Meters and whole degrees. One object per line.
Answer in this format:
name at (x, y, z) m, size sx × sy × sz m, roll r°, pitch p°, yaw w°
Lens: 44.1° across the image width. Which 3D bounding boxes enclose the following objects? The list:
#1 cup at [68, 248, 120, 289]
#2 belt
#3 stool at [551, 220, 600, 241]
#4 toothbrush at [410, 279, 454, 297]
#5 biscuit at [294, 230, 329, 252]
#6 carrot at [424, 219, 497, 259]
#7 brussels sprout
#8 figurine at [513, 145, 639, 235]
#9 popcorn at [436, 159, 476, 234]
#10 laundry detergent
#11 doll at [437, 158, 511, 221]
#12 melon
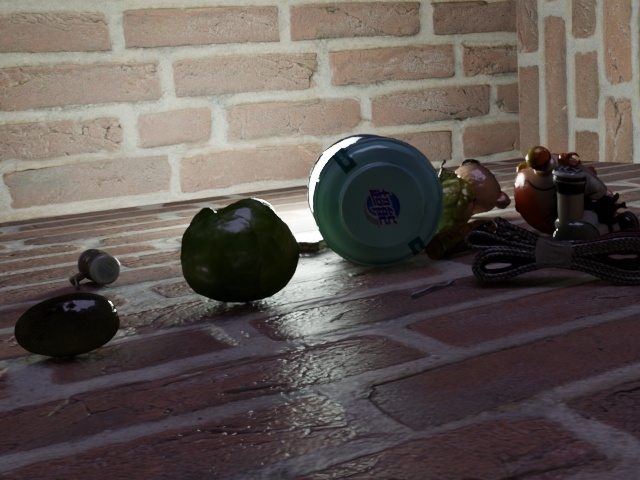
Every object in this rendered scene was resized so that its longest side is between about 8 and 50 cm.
cup at (-0.510, 0.062, 1.774) m, size 0.102 × 0.074 × 0.099 m, roll -11°, pitch 12°, yaw -32°
belt at (0.452, 0.026, 1.475) m, size 0.359 × 0.126 × 0.094 m, roll 5°, pitch 2°, yaw 15°
stool at (0.526, 0.004, 1.613) m, size 0.096 × 0.096 × 0.110 m, roll 0°, pitch 6°, yaw 24°
toothbrush at (0.211, 0.090, 1.485) m, size 0.013 × 0.011 × 0.131 m, roll 21°, pitch 24°, yaw 39°
biscuit at (0.000, 0.001, 2.032) m, size 0.228 × 0.031 × 0.176 m, roll -4°, pitch 10°, yaw -9°
carrot at (0.328, -0.004, 1.822) m, size 0.228 × 0.069 × 0.069 m, roll -16°, pitch 15°, yaw -43°
brussels sprout at (-0.159, 0.022, 1.510) m, size 0.244 × 0.244 × 0.244 m, roll -4°, pitch 10°, yaw 1°
figurine at (0.580, -0.098, 1.876) m, size 0.320 × 0.196 × 0.323 m, roll 37°, pitch 9°, yaw -17°
popcorn at (0.336, -0.108, 2.077) m, size 0.195 × 0.173 × 0.168 m, roll -41°, pitch -4°, yaw -37°
laundry detergent at (0.119, -0.095, 1.782) m, size 0.287 × 0.287 × 0.305 m, roll -5°, pitch 10°, yaw -3°
doll at (0.374, -0.105, 2.271) m, size 0.303 × 0.156 × 0.201 m, roll -24°, pitch 55°, yaw -9°
melon at (-0.400, 0.134, 1.246) m, size 0.162 × 0.099 × 0.099 m, roll -12°, pitch 10°, yaw -3°
